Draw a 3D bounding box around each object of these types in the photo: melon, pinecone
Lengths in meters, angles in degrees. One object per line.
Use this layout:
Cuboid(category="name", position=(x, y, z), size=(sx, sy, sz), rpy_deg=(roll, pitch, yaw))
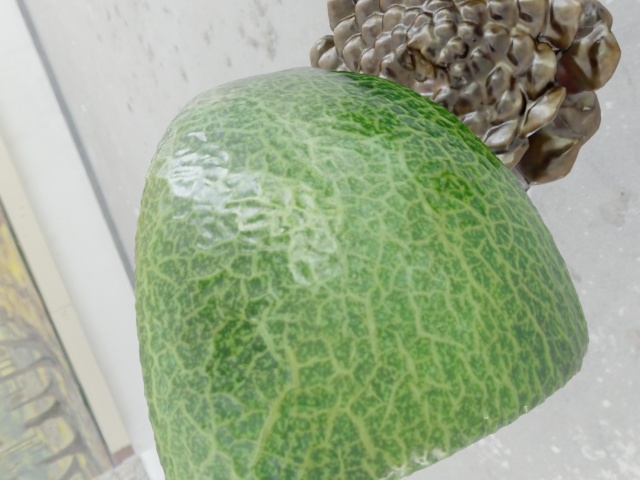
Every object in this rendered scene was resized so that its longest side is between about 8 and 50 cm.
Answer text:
Cuboid(category="melon", position=(0.000, 0.000, 0.472), size=(0.226, 0.331, 0.344), rpy_deg=(100, 146, -80))
Cuboid(category="pinecone", position=(0.185, -0.188, 0.745), size=(0.384, 0.384, 0.385), rpy_deg=(39, 142, 40))
